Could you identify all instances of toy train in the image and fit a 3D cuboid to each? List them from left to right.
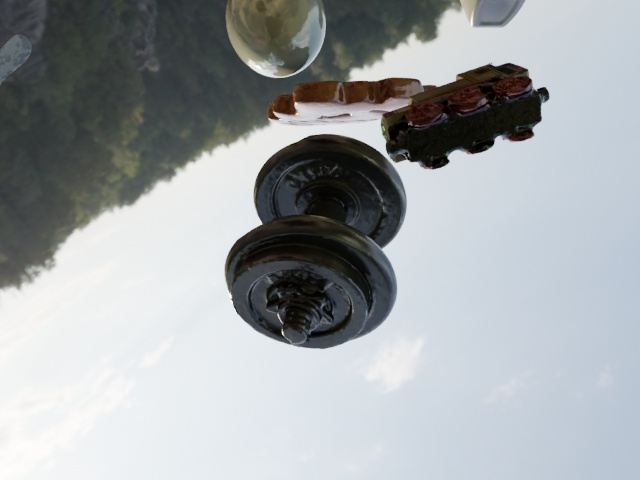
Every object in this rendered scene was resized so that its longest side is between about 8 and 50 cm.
[{"bbox_3d":[0.111,-0.102,0.528,0.138,0.050,0.087,-19,-152,-7],"label":"toy train"}]

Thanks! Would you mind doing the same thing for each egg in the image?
[{"bbox_3d":[-0.067,-0.329,0.977,0.151,0.151,0.209,-24,-138,16],"label":"egg"}]

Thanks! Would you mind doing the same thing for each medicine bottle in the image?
[{"bbox_3d":[0.319,-0.577,1.296,0.111,0.296,0.161,-5,151,-14],"label":"medicine bottle"}]

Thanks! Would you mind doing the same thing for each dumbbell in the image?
[{"bbox_3d":[0.000,0.000,0.750,0.192,0.192,0.289,-20,-146,27],"label":"dumbbell"}]

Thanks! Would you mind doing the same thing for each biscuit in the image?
[{"bbox_3d":[0.031,-0.203,1.000,0.284,0.043,0.306,-9,-174,-36],"label":"biscuit"}]

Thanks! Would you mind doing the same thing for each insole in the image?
[{"bbox_3d":[-0.530,-0.255,1.022,0.006,0.065,0.193,28,-112,18],"label":"insole"}]
